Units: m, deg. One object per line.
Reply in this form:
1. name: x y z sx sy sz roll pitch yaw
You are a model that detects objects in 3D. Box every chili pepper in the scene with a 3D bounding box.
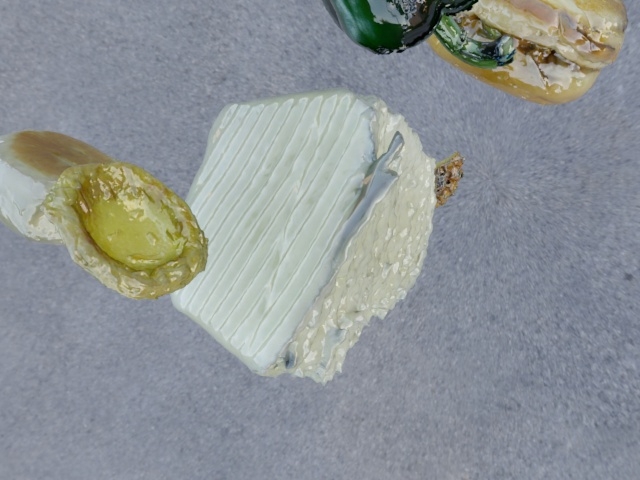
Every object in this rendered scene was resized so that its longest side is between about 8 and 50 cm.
1. chili pepper: 0.080 -0.245 0.463 0.165 0.174 0.261 -43 122 -9

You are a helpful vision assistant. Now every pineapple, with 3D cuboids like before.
1. pineapple: 0.207 -0.111 0.932 0.077 0.114 0.114 34 115 20

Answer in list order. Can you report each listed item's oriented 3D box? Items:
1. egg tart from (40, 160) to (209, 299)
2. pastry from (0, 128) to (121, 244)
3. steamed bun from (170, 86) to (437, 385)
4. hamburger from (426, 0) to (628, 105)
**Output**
1. egg tart: -0.123 -0.004 0.330 0.105 0.105 0.039 52 126 6
2. pastry: -0.287 -0.059 0.577 0.165 0.166 0.088 34 117 12
3. steamed bun: 0.000 0.000 0.583 0.273 0.272 0.291 21 83 37
4. hamburger: 0.340 -0.363 0.862 0.304 0.284 0.174 30 137 8
